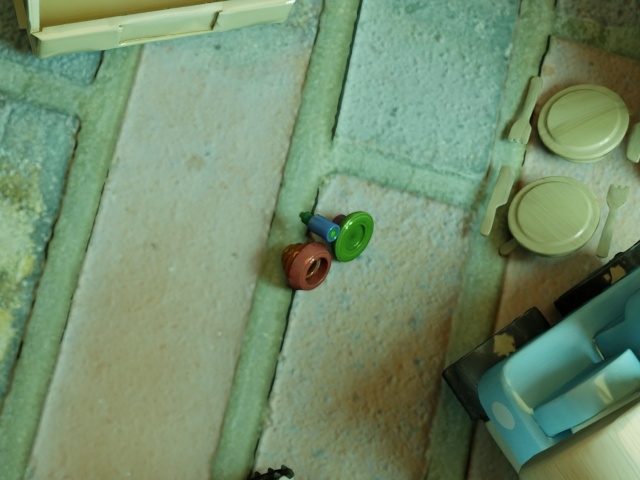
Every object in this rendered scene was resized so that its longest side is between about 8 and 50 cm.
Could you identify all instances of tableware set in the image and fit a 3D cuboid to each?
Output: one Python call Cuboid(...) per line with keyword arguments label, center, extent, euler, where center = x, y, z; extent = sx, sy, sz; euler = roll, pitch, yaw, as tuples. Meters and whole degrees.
Cuboid(label="tableware set", center=(0.237, -0.063, 1.514), extent=(0.128, 0.039, 0.194), euler=(12, 63, 22))

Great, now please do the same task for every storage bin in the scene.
Cuboid(label="storage bin", center=(-0.166, -0.321, 1.455), extent=(0.262, 0.123, 0.260), euler=(-11, 77, -16))

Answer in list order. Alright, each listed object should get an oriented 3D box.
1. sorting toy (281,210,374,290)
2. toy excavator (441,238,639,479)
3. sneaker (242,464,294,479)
Cuboid(label="sorting toy", center=(0.000, 0.000, 1.449), extent=(0.042, 0.061, 0.102), euler=(32, 58, 33))
Cuboid(label="toy excavator", center=(0.261, 0.122, 1.242), extent=(0.433, 0.445, 0.222), euler=(-31, 83, -27))
Cuboid(label="sneaker", center=(-0.085, 0.269, 1.298), extent=(0.234, 0.078, 0.106), euler=(-21, 92, -53))
